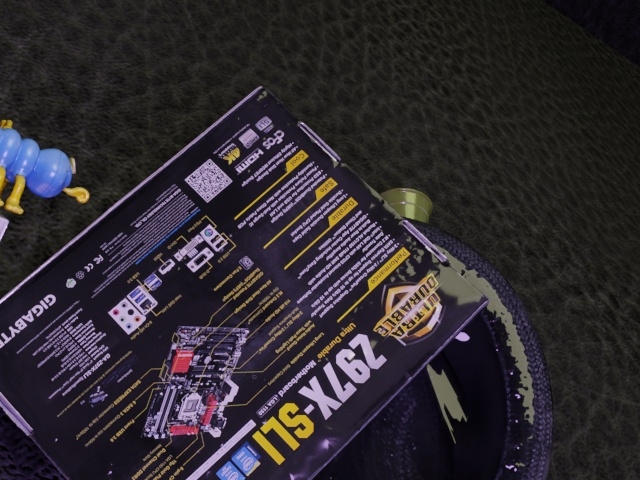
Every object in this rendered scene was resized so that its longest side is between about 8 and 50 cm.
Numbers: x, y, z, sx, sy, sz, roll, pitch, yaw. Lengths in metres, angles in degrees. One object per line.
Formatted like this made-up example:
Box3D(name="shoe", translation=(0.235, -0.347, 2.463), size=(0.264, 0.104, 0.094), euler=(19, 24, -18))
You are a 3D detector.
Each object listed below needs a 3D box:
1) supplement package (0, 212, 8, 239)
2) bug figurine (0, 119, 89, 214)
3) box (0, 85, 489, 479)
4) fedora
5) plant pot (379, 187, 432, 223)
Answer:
Box3D(name="supplement package", translation=(-0.334, -0.010, 0.690), size=(0.179, 0.105, 0.105), euler=(27, -5, -23))
Box3D(name="bug figurine", translation=(-0.303, -0.090, 0.732), size=(0.216, 0.072, 0.279), euler=(27, -6, -33))
Box3D(name="box", translation=(-0.073, 0.071, 0.742), size=(0.257, 0.079, 0.322), euler=(44, 74, 10))
Box3D(name="fedora", translation=(0.040, 0.148, 0.842), size=(0.334, 0.152, 0.334), euler=(1, 70, -2))
Box3D(name="plant pot", translation=(0.107, -0.012, 1.252), size=(0.083, 0.083, 0.079), euler=(24, 47, -27))
